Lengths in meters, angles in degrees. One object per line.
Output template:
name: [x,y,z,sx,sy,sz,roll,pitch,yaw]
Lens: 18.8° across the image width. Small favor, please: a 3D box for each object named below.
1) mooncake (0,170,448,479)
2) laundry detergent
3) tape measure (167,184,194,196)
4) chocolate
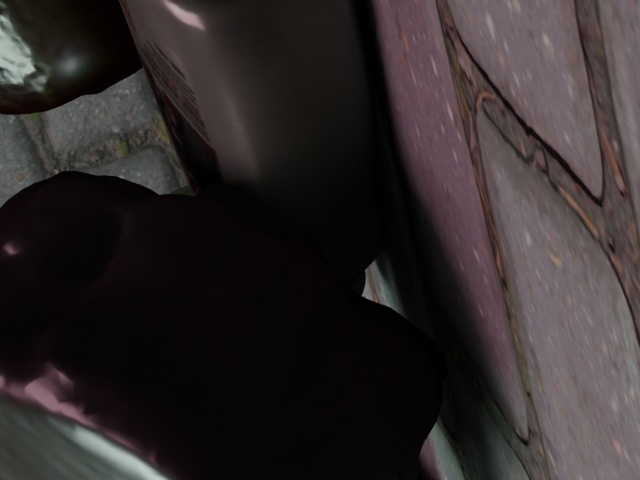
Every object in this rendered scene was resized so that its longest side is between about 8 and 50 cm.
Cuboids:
mooncake: [-0.089,0.121,1.251,0.351,0.212,0.381,30,152,0]
laundry detergent: [-0.041,-0.082,1.293,0.264,0.125,0.397,54,166,40]
tape measure: [-0.120,0.069,1.898,0.235,0.207,0.115,65,170,1]
chocolate: [-0.283,-0.284,1.818,0.383,0.384,0.331,-125,12,-68]
